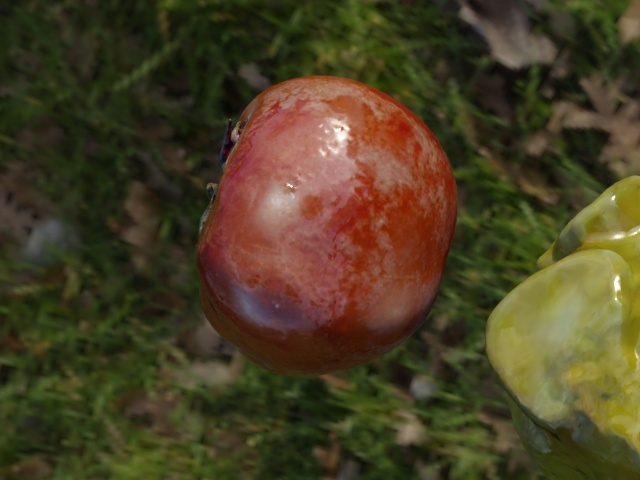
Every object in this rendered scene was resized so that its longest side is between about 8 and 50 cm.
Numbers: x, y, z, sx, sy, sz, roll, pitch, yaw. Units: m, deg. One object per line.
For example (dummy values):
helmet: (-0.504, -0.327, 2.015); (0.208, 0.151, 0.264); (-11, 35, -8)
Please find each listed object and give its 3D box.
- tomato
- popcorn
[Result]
tomato: (0.000, 0.000, 1.148); (0.187, 0.151, 0.187); (-160, 90, -81)
popcorn: (0.299, 0.118, 1.466); (0.334, 0.293, 0.292); (38, 96, 37)
